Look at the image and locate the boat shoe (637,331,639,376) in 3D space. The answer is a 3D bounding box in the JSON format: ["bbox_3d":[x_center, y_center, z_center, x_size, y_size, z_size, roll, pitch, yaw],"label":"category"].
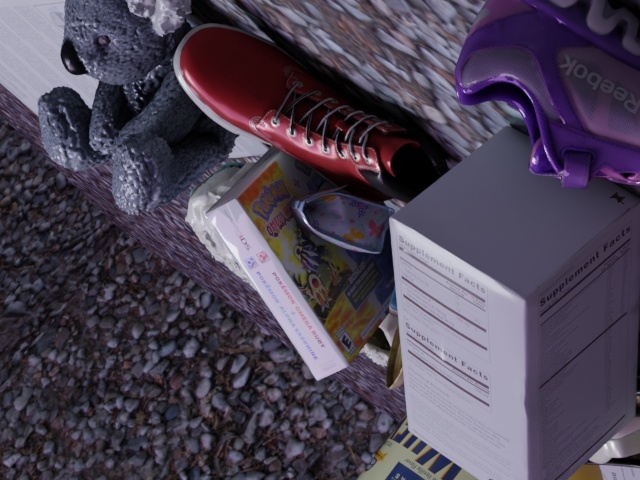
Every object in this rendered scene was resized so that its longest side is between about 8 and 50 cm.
[{"bbox_3d":[0.302,0.119,1.810,0.038,0.046,0.125,36,165,49],"label":"boat shoe"}]

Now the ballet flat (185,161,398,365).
[{"bbox_3d":[0.030,0.042,2.223,0.409,0.147,0.147,33,177,-38],"label":"ballet flat"}]

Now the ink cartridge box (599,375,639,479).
[{"bbox_3d":[0.369,0.230,1.695,0.311,0.065,0.185,15,128,52],"label":"ink cartridge box"}]

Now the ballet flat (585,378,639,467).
[{"bbox_3d":[0.292,0.161,1.609,0.280,0.096,0.095,-8,102,54],"label":"ballet flat"}]

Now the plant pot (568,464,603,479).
[{"bbox_3d":[0.300,0.275,2.023,0.239,0.254,0.254,50,169,-17],"label":"plant pot"}]

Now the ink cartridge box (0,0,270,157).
[{"bbox_3d":[-0.256,-0.221,2.330,0.385,0.091,0.308,3,148,47],"label":"ink cartridge box"}]

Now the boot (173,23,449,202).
[{"bbox_3d":[-0.005,-0.110,1.713,0.244,0.088,0.176,32,174,-18],"label":"boot"}]

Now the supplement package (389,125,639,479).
[{"bbox_3d":[0.151,0.061,1.508,0.134,0.139,0.244,32,146,33],"label":"supplement package"}]

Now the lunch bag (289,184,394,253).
[{"bbox_3d":[0.016,-0.022,1.746,0.083,0.053,0.071,17,177,-7],"label":"lunch bag"}]

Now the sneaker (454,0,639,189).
[{"bbox_3d":[0.171,-0.063,1.113,0.236,0.104,0.095,36,171,6],"label":"sneaker"}]

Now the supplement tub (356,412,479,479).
[{"bbox_3d":[0.176,0.318,2.480,0.235,0.325,0.235,37,172,6],"label":"supplement tub"}]

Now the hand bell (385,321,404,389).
[{"bbox_3d":[0.201,0.132,2.082,0.242,0.126,0.126,18,174,-7],"label":"hand bell"}]

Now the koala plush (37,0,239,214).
[{"bbox_3d":[-0.170,-0.181,1.839,0.196,0.203,0.221,30,148,48],"label":"koala plush"}]

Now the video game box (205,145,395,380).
[{"bbox_3d":[0.000,0.000,1.834,0.048,0.205,0.187,-29,102,34],"label":"video game box"}]

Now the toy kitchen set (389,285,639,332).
[{"bbox_3d":[0.175,0.024,1.697,0.207,0.122,0.166,17,170,4],"label":"toy kitchen set"}]
